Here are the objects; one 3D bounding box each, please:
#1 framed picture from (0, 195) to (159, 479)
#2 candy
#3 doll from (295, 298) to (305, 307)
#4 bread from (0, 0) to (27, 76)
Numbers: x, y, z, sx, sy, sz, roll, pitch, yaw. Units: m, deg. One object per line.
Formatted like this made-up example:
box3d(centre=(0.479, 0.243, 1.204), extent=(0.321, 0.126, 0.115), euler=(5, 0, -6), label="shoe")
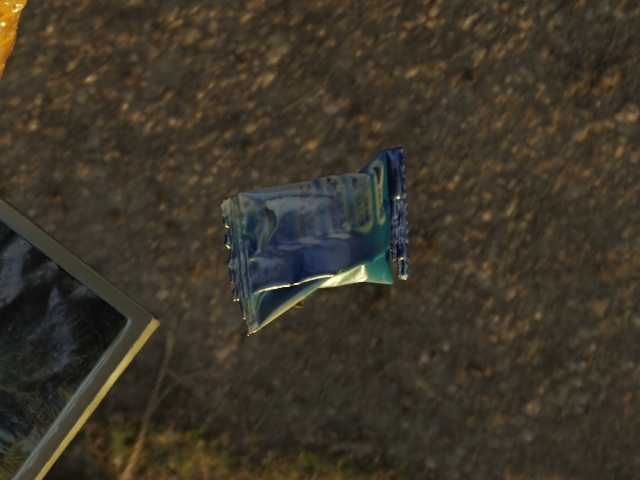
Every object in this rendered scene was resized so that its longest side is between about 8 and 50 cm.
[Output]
box3d(centre=(-0.332, 0.136, 1.465), extent=(0.240, 0.020, 0.324), euler=(37, 88, 20), label="framed picture")
box3d(centre=(0.000, 0.001, 0.922), extent=(0.038, 0.136, 0.088), euler=(24, 124, 46), label="candy")
box3d(centre=(-0.024, 0.027, 1.846), extent=(0.113, 0.078, 0.076), euler=(-34, 59, 22), label="doll")
box3d(centre=(-0.526, -0.260, 1.883), extent=(0.207, 0.279, 0.279), euler=(50, 143, 8), label="bread")
